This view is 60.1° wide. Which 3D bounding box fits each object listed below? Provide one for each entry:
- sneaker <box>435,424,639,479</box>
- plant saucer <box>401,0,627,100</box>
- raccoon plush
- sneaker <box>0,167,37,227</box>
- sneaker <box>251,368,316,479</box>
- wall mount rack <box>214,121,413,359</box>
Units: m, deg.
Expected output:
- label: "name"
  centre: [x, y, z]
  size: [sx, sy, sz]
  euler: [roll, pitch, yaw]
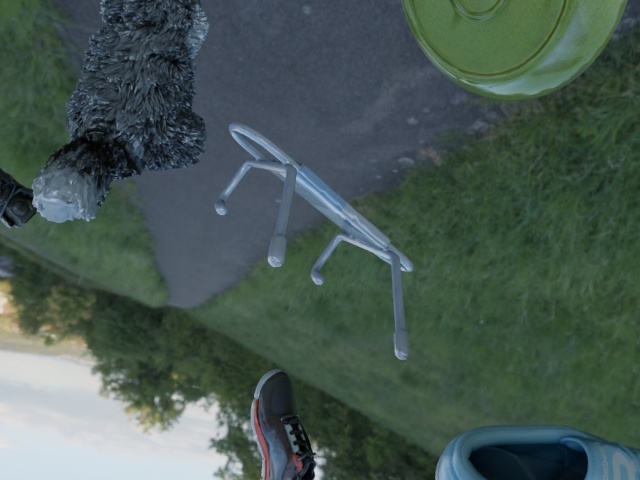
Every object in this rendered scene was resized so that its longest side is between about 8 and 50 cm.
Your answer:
- label: "sneaker"
  centre: [0.310, 0.273, 0.588]
  size: [0.365, 0.135, 0.150]
  euler: [0, 147, 10]
- label: "plant saucer"
  centre: [0.152, -0.239, 0.502]
  size: [0.241, 0.037, 0.241]
  euler: [37, 143, 35]
- label: "raccoon plush"
  centre: [-0.255, -0.246, 0.788]
  size: [0.216, 0.299, 0.446]
  euler: [6, -151, -15]
- label: "sneaker"
  centre: [-0.581, -0.100, 0.977]
  size: [0.130, 0.087, 0.227]
  euler: [26, 159, 20]
- label: "sneaker"
  centre: [-0.027, 0.211, 0.566]
  size: [0.065, 0.158, 0.061]
  euler: [-17, 163, 39]
- label: "wall mount rack"
  centre: [0.000, 0.000, 0.732]
  size: [0.350, 0.130, 0.304]
  euler: [38, 175, -26]
